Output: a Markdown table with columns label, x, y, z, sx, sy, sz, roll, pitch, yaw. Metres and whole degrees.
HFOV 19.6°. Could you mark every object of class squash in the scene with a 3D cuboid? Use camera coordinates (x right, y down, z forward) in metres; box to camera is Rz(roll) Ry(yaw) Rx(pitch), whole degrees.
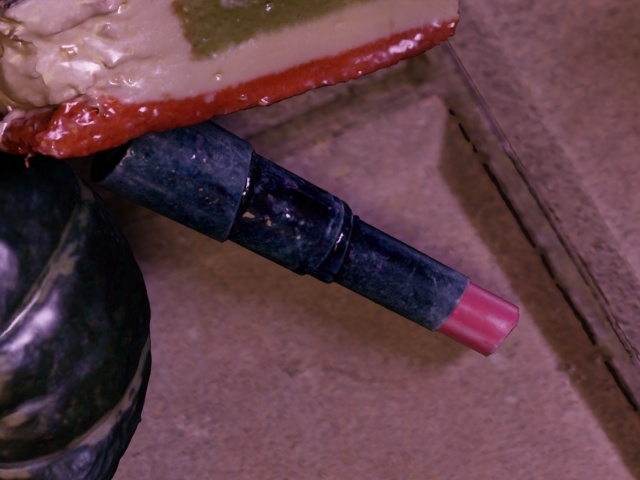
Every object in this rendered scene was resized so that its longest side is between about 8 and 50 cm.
| label | x | y | z | sx | sy | sz | roll | pitch | yaw |
| --- | --- | --- | --- | --- | --- | --- | --- | --- | --- |
| squash | -0.203 | 0.046 | 0.873 | 0.252 | 0.165 | 0.252 | 3 | 132 | 4 |

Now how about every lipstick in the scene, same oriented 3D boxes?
| label | x | y | z | sx | sy | sz | roll | pitch | yaw |
| --- | --- | --- | --- | --- | --- | --- | --- | --- | --- |
| lipstick | 0.000 | 0.000 | 0.905 | 0.234 | 0.053 | 0.053 | 28 | 126 | -24 |

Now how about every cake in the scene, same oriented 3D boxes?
| label | x | y | z | sx | sy | sz | roll | pitch | yaw |
| --- | --- | --- | --- | --- | --- | --- | --- | --- | --- |
| cake | -0.053 | -0.091 | 0.785 | 0.220 | 0.117 | 0.086 | -3 | 123 | 7 |
